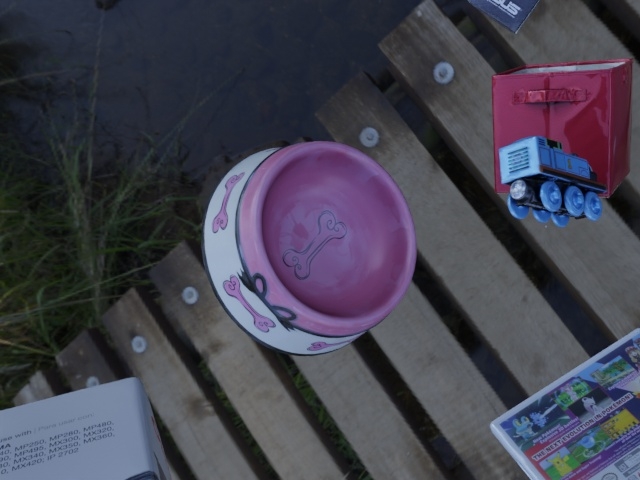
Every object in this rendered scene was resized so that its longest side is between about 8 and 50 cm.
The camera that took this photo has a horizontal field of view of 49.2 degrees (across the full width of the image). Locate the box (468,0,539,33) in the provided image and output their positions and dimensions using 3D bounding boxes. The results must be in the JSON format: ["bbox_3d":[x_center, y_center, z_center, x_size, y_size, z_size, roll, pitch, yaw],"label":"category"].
[{"bbox_3d":[0.220,-0.305,0.693,0.056,0.231,0.183,34,112,-2],"label":"box"}]

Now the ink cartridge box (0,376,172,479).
[{"bbox_3d":[-0.104,0.206,0.338,0.100,0.237,0.171,-14,117,-14],"label":"ink cartridge box"}]

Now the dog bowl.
[{"bbox_3d":[0.000,0.000,1.279,0.150,0.408,0.407,-24,82,57],"label":"dog bowl"}]

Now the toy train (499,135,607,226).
[{"bbox_3d":[0.327,-0.080,0.975,0.080,0.184,0.105,-14,73,51],"label":"toy train"}]

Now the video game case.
[{"bbox_3d":[0.304,0.199,0.691,0.201,0.023,0.183,-30,44,-8],"label":"video game case"}]

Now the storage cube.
[{"bbox_3d":[0.398,-0.186,1.137,0.184,0.215,0.193,4,108,31],"label":"storage cube"}]
